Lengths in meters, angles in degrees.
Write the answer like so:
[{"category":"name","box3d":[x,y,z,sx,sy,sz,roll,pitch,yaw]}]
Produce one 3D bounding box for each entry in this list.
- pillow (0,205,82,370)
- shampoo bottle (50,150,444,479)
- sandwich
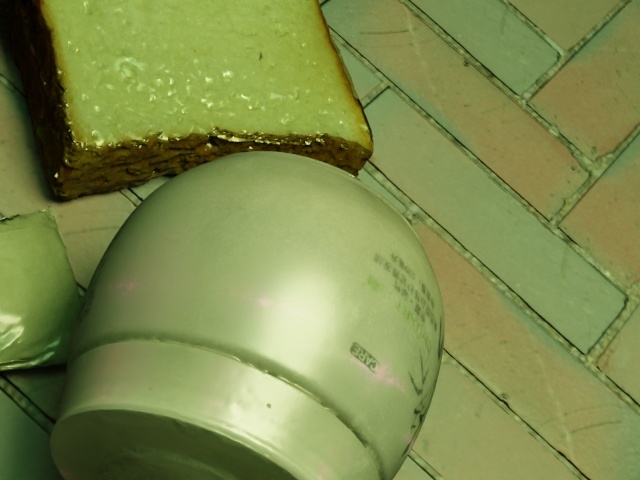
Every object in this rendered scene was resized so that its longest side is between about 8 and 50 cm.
[{"category":"pillow","box3d":[-0.295,0.044,1.264,0.230,0.050,0.148,-6,67,-31]},{"category":"shampoo bottle","box3d":[-0.051,0.095,1.204,0.273,0.273,0.266,26,55,-9]},{"category":"sandwich","box3d":[-0.129,-0.165,1.467,0.301,0.099,0.271,-2,54,-25]}]
